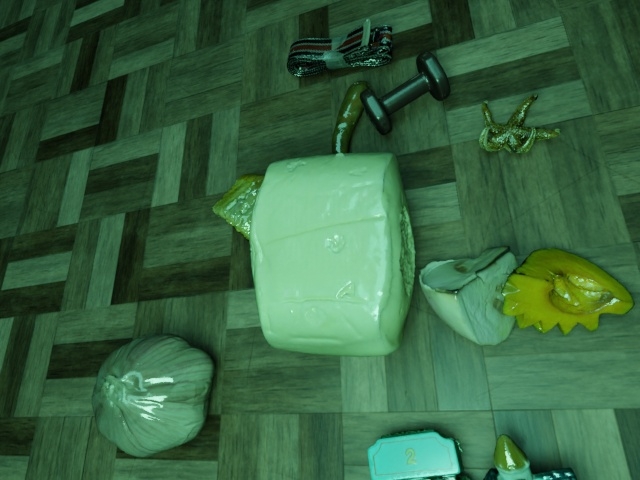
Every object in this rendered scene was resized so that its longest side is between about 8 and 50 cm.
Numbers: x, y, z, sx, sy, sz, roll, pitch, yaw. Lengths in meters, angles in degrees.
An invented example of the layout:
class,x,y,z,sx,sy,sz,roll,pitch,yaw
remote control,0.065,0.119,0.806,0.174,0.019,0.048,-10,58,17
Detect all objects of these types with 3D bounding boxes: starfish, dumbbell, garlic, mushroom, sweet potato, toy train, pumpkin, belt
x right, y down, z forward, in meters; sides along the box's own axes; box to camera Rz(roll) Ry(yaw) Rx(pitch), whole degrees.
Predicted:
class,x,y,z,sx,sy,sz,roll,pitch,yaw
starfish,0.492,-0.287,1.051,0.190,0.074,0.146,11,76,25
dumbbell,0.230,-0.401,1.166,0.226,0.124,0.140,-32,88,9
garlic,-0.430,0.382,1.063,0.318,0.259,0.317,-7,65,15
mushroom,0.327,0.127,0.943,0.236,0.173,0.162,-27,17,-30
sweet potato,0.081,-0.351,1.246,0.075,0.075,0.273,14,78,26
toy train,0.197,0.473,0.859,0.204,0.112,0.162,-14,60,14
pumpkin,0.484,0.104,0.899,0.254,0.130,0.149,12,35,-1
belt,0.055,-0.590,1.326,0.360,0.126,0.094,2,81,29

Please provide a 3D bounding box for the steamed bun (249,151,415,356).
class,x,y,z,sx,sy,sz,roll,pitch,yaw
steamed bun,0.035,0.033,0.995,0.372,0.290,0.455,-2,78,25

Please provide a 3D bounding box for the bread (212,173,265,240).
class,x,y,z,sx,sy,sz,roll,pitch,yaw
bread,-0.168,-0.094,1.199,0.262,0.162,0.204,36,75,15

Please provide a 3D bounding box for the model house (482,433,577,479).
class,x,y,z,sx,sy,sz,roll,pitch,yaw
model house,0.353,0.483,0.710,0.253,0.184,0.290,-21,82,14
